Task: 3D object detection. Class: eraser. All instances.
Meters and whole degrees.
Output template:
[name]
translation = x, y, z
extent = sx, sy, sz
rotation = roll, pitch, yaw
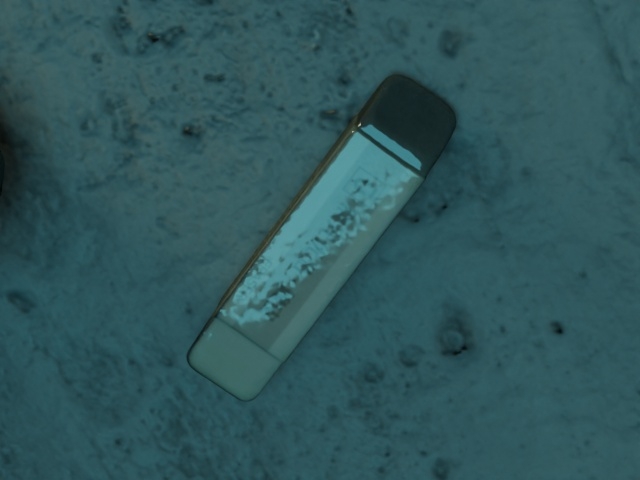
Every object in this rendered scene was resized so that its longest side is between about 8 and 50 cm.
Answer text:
[eraser]
translation = 0.000, 0.000, 1.627
extent = 0.089, 0.061, 0.352
rotation = 35, 108, -4

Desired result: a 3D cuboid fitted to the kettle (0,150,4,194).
[kettle]
translation = -0.467, -0.042, 1.600
extent = 0.342, 0.247, 0.319
rotation = -41, 72, 8
